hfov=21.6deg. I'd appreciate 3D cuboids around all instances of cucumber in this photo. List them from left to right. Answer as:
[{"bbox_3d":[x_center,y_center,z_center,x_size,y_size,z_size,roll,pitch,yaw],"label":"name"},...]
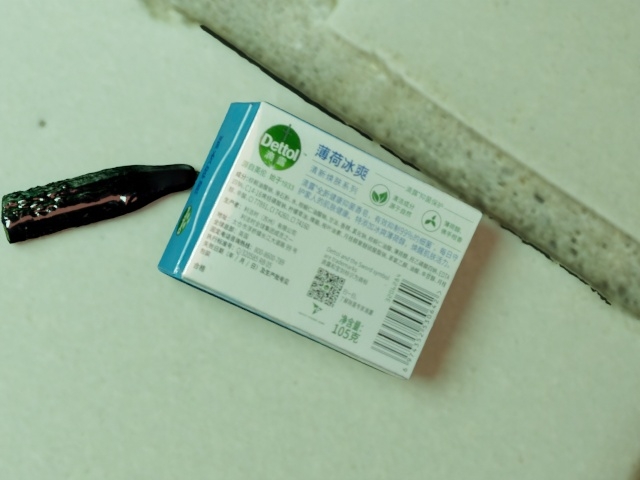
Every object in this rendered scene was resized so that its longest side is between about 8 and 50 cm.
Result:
[{"bbox_3d":[-0.151,-0.032,1.213,0.163,0.039,0.043,-16,121,-13],"label":"cucumber"}]

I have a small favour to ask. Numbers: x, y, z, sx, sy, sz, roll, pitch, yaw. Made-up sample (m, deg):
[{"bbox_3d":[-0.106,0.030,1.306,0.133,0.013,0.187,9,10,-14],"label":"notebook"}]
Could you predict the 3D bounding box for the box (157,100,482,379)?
[{"bbox_3d":[0.000,0.000,1.225,0.194,0.073,0.139,26,85,-20],"label":"box"}]
